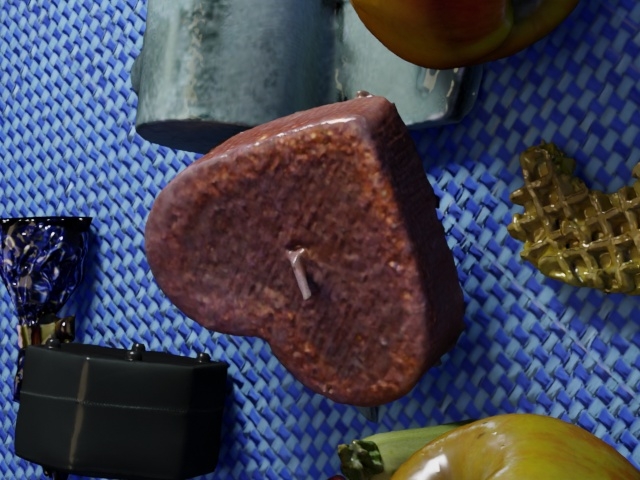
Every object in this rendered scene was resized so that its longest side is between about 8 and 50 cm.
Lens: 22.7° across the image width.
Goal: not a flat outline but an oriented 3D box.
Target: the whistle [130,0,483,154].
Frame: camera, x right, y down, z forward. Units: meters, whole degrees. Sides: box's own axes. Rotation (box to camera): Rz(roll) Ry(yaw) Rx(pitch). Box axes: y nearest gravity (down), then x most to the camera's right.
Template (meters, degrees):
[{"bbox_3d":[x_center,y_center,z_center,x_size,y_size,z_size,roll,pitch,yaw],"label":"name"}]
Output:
[{"bbox_3d":[-0.025,-0.179,1.672,0.404,0.188,0.168,4,82,12],"label":"whistle"}]

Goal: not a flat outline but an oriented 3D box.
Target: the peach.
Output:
[{"bbox_3d":[0.123,-0.293,1.460,0.281,0.238,0.281,-5,83,48],"label":"peach"}]

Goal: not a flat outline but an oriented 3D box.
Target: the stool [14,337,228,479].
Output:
[{"bbox_3d":[-0.220,0.185,1.768,0.232,0.232,0.141,4,89,45],"label":"stool"}]

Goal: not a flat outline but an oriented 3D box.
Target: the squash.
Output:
[{"bbox_3d":[0.083,0.204,1.464,0.094,0.224,0.094,-9,76,38],"label":"squash"}]

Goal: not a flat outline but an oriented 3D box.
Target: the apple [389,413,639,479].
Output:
[{"bbox_3d":[0.152,0.286,1.329,0.301,0.301,0.302,-6,82,44],"label":"apple"}]

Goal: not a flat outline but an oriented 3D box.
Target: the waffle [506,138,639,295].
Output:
[{"bbox_3d":[0.254,-0.030,1.433,0.194,0.051,0.149,17,98,44],"label":"waffle"}]

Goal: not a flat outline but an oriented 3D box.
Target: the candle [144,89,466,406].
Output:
[{"bbox_3d":[0.000,0.000,1.529,0.317,0.131,0.287,32,117,9],"label":"candle"}]

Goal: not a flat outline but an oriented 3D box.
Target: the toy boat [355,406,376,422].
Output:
[{"bbox_3d":[0.036,0.124,1.647,0.096,0.034,0.122,6,91,50],"label":"toy boat"}]

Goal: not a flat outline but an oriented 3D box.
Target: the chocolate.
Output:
[{"bbox_3d":[-0.336,0.131,1.949,0.148,0.126,0.343,-14,76,57],"label":"chocolate"}]

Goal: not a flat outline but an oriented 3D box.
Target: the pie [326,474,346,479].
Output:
[{"bbox_3d":[-0.014,0.332,1.573,0.054,0.219,0.204,24,105,3],"label":"pie"}]
